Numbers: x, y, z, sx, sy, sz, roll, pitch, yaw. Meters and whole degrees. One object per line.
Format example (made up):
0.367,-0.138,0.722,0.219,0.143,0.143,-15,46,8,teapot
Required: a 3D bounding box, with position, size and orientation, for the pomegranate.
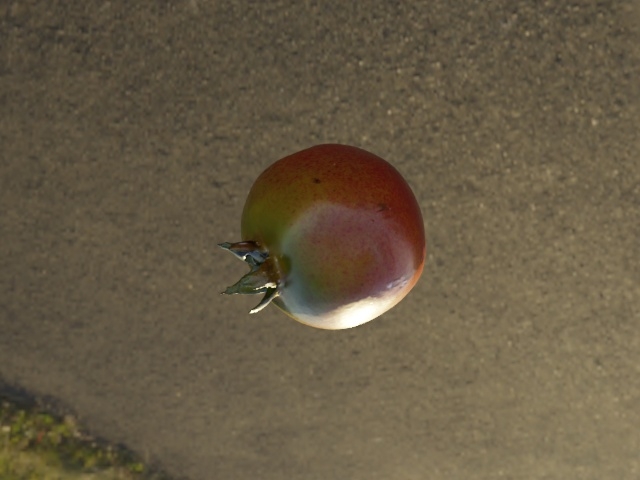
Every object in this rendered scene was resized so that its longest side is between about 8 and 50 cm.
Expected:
0.000,0.000,1.224,0.257,0.221,0.221,-28,159,-30,pomegranate
